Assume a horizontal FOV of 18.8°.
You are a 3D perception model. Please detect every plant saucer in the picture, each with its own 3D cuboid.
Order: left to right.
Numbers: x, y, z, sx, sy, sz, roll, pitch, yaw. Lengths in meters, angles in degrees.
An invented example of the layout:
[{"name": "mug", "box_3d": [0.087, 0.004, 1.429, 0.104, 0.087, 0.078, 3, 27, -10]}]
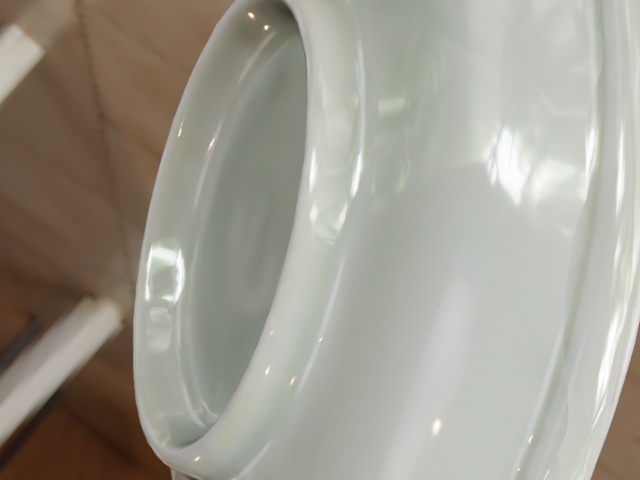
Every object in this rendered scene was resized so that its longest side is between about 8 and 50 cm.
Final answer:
[{"name": "plant saucer", "box_3d": [0.000, 0.000, 0.824, 0.101, 0.400, 0.400, 13, 171, -21]}]
